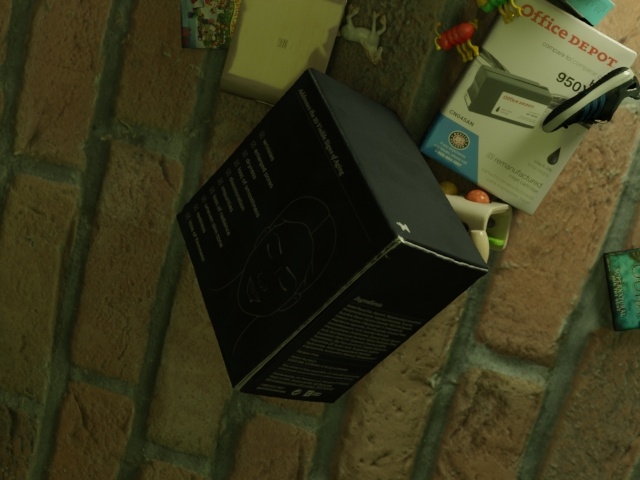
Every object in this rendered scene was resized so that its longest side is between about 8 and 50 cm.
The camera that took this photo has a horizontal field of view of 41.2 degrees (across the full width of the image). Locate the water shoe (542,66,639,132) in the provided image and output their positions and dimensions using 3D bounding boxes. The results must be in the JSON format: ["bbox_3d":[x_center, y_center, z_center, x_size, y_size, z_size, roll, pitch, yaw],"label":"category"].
[{"bbox_3d":[0.541,-0.259,1.687,0.203,0.073,0.080,-34,102,14],"label":"water shoe"}]

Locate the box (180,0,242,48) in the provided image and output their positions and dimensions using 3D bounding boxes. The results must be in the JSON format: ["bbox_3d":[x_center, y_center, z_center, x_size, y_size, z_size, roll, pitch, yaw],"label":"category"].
[{"bbox_3d":[-0.237,-0.554,1.931,0.159,0.044,0.233,3,104,9],"label":"box"}]

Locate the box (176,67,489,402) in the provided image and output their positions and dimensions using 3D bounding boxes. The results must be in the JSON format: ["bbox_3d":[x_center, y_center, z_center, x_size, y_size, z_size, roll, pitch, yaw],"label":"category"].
[{"bbox_3d":[0.000,0.000,1.747,0.472,0.297,0.480,-45,50,27],"label":"box"}]

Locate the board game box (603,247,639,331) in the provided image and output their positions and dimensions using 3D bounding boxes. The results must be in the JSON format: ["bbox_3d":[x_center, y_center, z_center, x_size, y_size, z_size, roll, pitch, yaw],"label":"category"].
[{"bbox_3d":[0.723,0.110,1.941,0.126,0.026,0.186,-10,102,12],"label":"board game box"}]

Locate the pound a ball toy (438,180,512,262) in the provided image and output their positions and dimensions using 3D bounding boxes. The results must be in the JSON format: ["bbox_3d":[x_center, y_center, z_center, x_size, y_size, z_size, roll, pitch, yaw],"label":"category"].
[{"bbox_3d":[0.262,-0.054,1.819,0.319,0.208,0.135,18,107,36],"label":"pound a ball toy"}]

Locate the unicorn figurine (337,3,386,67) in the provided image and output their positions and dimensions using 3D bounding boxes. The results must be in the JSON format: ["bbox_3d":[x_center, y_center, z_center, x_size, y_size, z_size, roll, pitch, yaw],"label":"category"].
[{"bbox_3d":[0.100,-0.459,1.894,0.162,0.060,0.111,26,104,23],"label":"unicorn figurine"}]

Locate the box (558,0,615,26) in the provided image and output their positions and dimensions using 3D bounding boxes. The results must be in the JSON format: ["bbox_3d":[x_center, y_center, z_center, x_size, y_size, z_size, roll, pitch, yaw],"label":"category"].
[{"bbox_3d":[0.498,-0.549,1.777,0.244,0.100,0.060,41,106,-2],"label":"box"}]

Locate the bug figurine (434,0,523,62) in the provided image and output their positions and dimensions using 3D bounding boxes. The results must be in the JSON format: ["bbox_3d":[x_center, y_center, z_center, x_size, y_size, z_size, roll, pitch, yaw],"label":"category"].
[{"bbox_3d":[0.312,-0.519,1.735,0.216,0.072,0.279,-22,60,47],"label":"bug figurine"}]

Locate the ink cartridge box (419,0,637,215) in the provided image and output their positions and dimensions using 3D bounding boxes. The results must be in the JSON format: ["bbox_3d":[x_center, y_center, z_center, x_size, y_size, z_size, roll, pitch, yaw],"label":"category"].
[{"bbox_3d":[0.432,-0.300,1.816,0.285,0.166,0.395,30,106,0],"label":"ink cartridge box"}]

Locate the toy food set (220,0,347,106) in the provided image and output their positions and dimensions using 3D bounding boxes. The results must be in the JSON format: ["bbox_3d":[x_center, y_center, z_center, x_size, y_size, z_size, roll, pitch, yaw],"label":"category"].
[{"bbox_3d":[-0.081,-0.445,1.897,0.220,0.092,0.306,17,108,-2],"label":"toy food set"}]
